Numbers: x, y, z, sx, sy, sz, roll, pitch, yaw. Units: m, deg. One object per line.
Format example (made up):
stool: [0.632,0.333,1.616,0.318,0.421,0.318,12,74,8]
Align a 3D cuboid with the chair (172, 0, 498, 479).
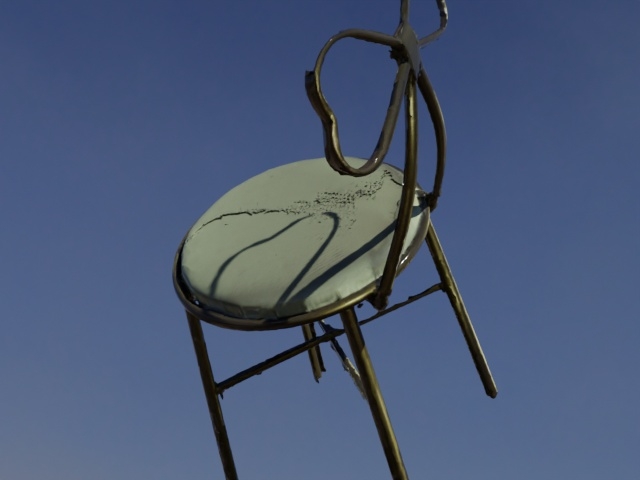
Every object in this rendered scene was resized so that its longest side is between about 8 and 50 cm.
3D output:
chair: [0.000,0.000,0.799,0.170,0.160,0.326,4,-50,28]
